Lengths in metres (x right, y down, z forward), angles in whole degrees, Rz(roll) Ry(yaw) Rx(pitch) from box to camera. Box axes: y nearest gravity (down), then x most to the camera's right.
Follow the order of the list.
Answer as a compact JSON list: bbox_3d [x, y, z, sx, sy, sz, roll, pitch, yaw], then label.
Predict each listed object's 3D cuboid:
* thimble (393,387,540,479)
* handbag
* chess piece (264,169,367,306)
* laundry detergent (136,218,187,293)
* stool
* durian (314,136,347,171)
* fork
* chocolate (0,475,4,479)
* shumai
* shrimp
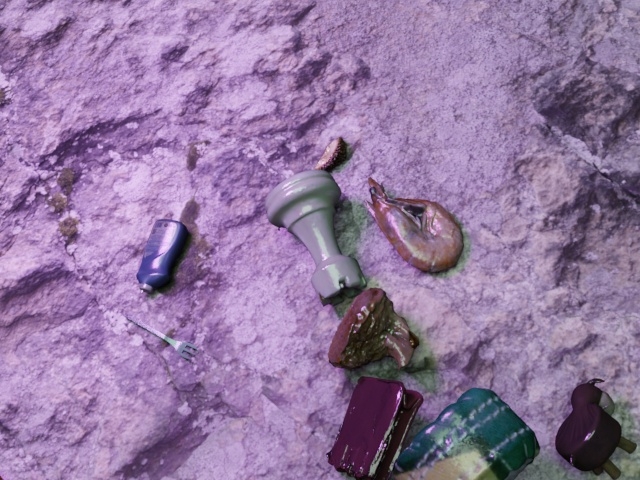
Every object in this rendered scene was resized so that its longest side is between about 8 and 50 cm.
[{"bbox_3d":[0.276,0.423,1.351,0.254,0.288,0.167,-32,62,-21],"label":"thimble"},{"bbox_3d":[0.111,0.395,1.461,0.074,0.203,0.216,30,70,-17],"label":"handbag"},{"bbox_3d":[0.000,0.000,1.697,0.194,0.194,0.299,-24,70,0],"label":"chess piece"},{"bbox_3d":[-0.418,0.046,1.825,0.096,0.061,0.206,11,67,15],"label":"laundry detergent"},{"bbox_3d":[0.550,0.379,1.414,0.121,0.125,0.217,34,47,-3],"label":"stool"},{"bbox_3d":[0.028,-0.226,1.867,0.066,0.052,0.130,26,72,25],"label":"durian"},{"bbox_3d":[-0.398,0.232,1.751,0.235,0.021,0.039,24,67,24],"label":"fork"},{"bbox_3d":[-0.672,0.646,1.582,0.329,0.065,0.102,33,94,26],"label":"chocolate"},{"bbox_3d":[0.126,0.223,1.581,0.175,0.166,0.206,34,86,-2],"label":"shumai"},{"bbox_3d":[0.225,-0.055,1.731,0.168,0.077,0.317,-29,65,-14],"label":"shrimp"}]
